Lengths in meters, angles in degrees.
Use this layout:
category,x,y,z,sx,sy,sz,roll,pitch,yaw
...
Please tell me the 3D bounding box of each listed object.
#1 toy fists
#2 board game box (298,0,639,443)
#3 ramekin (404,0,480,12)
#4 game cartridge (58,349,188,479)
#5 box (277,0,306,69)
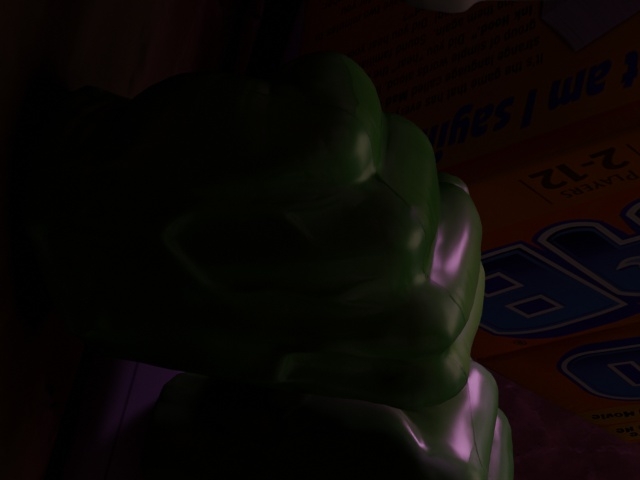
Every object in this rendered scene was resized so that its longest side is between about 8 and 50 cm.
category,x,y,z,sx,sy,sz,roll,pitch,yaw
toy fists,0.000,0.046,0.543,0.279,0.142,0.096,76,29,-43
board game box,0.237,-0.124,0.846,0.356,0.357,0.356,30,56,-38
ramekin,0.105,-0.206,0.482,0.273,0.127,0.272,6,90,-90
game cartridge,-0.072,0.082,0.748,0.294,0.060,0.196,89,19,-71
box,0.033,-0.070,0.959,0.103,0.114,0.203,-17,-136,41
